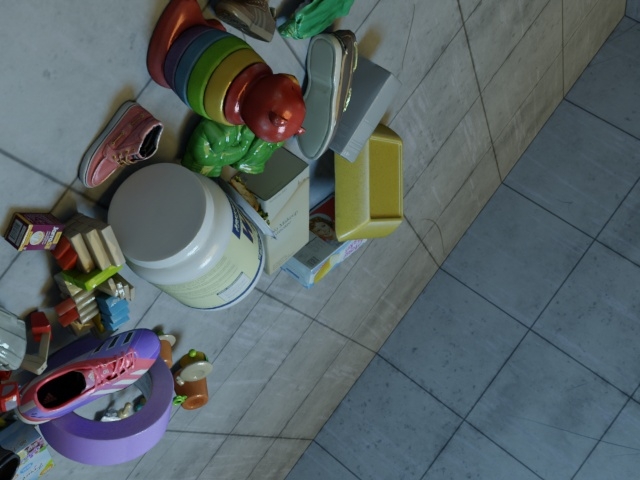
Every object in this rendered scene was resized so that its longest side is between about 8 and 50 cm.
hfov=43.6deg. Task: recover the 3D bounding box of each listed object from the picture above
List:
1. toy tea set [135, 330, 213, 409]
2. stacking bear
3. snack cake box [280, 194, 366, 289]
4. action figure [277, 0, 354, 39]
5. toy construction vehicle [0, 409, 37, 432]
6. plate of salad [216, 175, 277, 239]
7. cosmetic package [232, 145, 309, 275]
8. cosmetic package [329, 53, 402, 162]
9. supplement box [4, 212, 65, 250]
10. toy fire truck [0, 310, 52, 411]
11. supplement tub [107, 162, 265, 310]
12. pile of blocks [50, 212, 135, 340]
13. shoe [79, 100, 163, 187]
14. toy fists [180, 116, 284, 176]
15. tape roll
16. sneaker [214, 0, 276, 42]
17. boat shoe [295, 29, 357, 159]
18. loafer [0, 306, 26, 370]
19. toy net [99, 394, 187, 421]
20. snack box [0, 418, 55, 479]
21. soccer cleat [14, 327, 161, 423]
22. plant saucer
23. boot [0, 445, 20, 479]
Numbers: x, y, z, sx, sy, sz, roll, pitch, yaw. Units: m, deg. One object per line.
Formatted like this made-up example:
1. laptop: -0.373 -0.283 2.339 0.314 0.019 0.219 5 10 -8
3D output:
1. toy tea set: -0.386 0.335 2.080 0.200 0.124 0.336 -9 142 -20
2. stacking bear: -0.147 -0.274 1.394 0.164 0.289 0.175 -56 158 3
3. snack cake box: 0.000 0.000 2.265 0.264 0.152 0.089 -38 153 -33
4. action figure: -0.007 -0.484 1.672 0.232 0.064 0.137 -44 158 -33
5. toy construction vehicle: -0.646 0.387 1.699 0.098 0.035 0.085 -20 151 -50
6. plate of salad: -0.158 -0.080 1.768 0.048 0.200 0.200 -45 157 -7
7. cosmetic package: -0.117 -0.072 1.982 0.160 0.113 0.309 -43 156 -26
8. cosmetic package: 0.084 -0.332 1.992 0.238 0.127 0.107 -55 158 6
9. supplement box: -0.498 -0.015 1.393 0.083 0.043 0.054 -4 125 -63
10. toy fire truck: -0.562 0.226 1.487 0.135 0.192 0.047 -10 138 -21
11. supplement tub: -0.266 -0.002 1.620 0.235 0.235 0.325 -52 158 -7
12. pile of blocks: -0.446 0.108 1.535 0.113 0.149 0.362 -39 154 -34
13. shoe: -0.354 -0.157 1.425 0.178 0.081 0.063 -56 158 3
14. toy fists: -0.172 -0.213 1.694 0.279 0.096 0.142 -12 132 -57
15. tape roll: -0.450 0.331 1.678 0.275 0.275 0.090 -32 148 -43
16. sneaker: -0.139 -0.434 1.507 0.188 0.066 0.071 9 98 -71
17. boat shoe: 0.017 -0.337 1.871 0.097 0.117 0.324 -30 142 -40
18. loafer: -0.596 0.116 1.334 0.319 0.112 0.111 72 20 -58
19. toy net: -0.458 0.416 2.001 0.232 0.045 0.122 -29 145 10
20. snack box: -0.664 0.478 1.686 0.175 0.070 0.207 -36 161 -26
21. soccer cleat: -0.440 0.263 1.575 0.318 0.108 0.116 -25 180 -36
22. plant saucer: 0.148 -0.168 2.199 0.333 0.081 0.332 -5 95 -62
23. boot: -0.711 0.429 1.366 0.338 0.223 0.118 -42 156 -27
